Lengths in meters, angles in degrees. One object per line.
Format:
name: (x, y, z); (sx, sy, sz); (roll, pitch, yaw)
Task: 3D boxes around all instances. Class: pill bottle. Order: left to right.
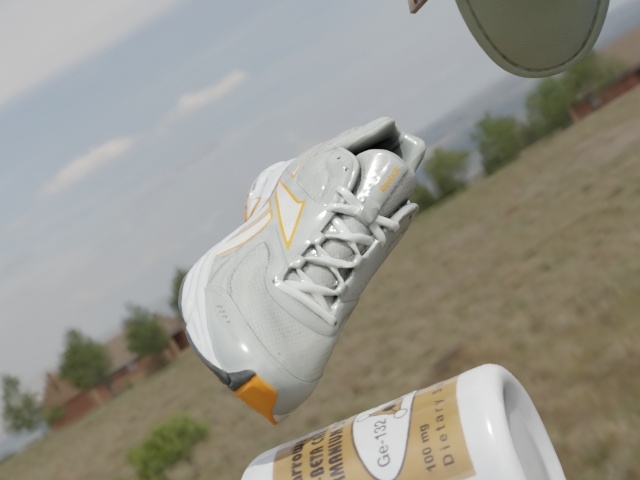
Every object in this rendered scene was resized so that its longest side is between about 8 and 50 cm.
pill bottle: (0.022, 0.169, 0.890); (0.229, 0.131, 0.131); (-24, 3, 15)

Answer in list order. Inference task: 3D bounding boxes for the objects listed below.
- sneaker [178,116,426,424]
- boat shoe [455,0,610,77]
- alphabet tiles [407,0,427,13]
sneaker: (0.000, 0.000, 0.948); (0.121, 0.099, 0.262); (-37, 19, 29)
boat shoe: (0.128, -0.275, 1.154); (0.127, 0.340, 0.113); (-22, 41, 13)
alphabet tiles: (0.104, -0.376, 1.670); (0.009, 0.237, 0.198); (-3, -16, -23)
